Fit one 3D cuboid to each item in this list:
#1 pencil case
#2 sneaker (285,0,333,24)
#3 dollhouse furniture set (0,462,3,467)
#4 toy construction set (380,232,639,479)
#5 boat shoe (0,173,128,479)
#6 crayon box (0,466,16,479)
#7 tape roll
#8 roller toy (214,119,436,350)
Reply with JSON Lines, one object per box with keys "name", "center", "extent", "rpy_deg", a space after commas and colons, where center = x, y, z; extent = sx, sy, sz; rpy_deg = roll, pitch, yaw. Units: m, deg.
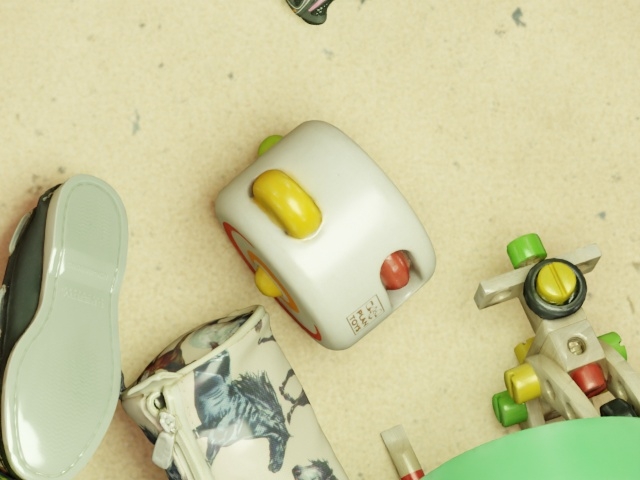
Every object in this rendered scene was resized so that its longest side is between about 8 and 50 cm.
{"name": "pencil case", "center": [-0.044, 0.275, 1.703], "extent": [0.183, 0.160, 0.410], "rpy_deg": [-30, 97, -49]}
{"name": "sneaker", "center": [0.036, -0.276, 1.791], "extent": [0.178, 0.072, 0.077], "rpy_deg": [-35, 108, -2]}
{"name": "dollhouse furniture set", "center": [-0.435, 0.319, 1.620], "extent": [0.355, 0.174, 0.303], "rpy_deg": [-1, 90, -12]}
{"name": "toy construction set", "center": [0.195, 0.137, 1.765], "extent": [0.308, 0.257, 0.237], "rpy_deg": [-28, 76, 11]}
{"name": "boat shoe", "center": [-0.241, 0.088, 1.653], "extent": [0.114, 0.091, 0.303], "rpy_deg": [31, 53, -29]}
{"name": "crayon box", "center": [-0.249, 0.262, 1.593], "extent": [0.323, 0.203, 0.083], "rpy_deg": [31, 83, -32]}
{"name": "tape roll", "center": [0.216, 0.275, 1.651], "extent": [0.321, 0.321, 0.077], "rpy_deg": [-3, 53, -12]}
{"name": "roller toy", "center": [0.000, 0.000, 1.704], "extent": [0.146, 0.209, 0.191], "rpy_deg": [-40, 103, -9]}
